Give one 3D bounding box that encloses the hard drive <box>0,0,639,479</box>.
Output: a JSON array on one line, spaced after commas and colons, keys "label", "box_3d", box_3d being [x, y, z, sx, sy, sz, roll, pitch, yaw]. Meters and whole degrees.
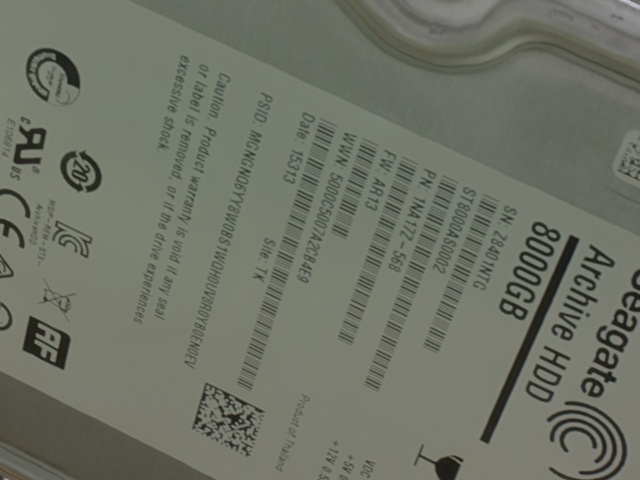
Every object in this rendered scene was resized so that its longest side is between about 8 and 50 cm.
[{"label": "hard drive", "box_3d": [0.000, 0.000, 0.491, 0.339, 0.064, 0.237, 25, -52, 9]}]
